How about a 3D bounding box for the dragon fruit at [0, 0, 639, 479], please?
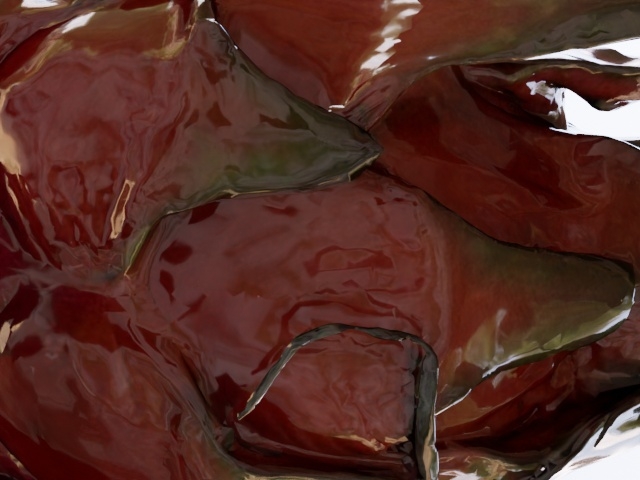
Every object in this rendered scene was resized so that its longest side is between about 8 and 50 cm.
[{"bbox_3d":[0.000,0.000,0.527,0.274,0.192,0.193,13,-112,12],"label":"dragon fruit"}]
